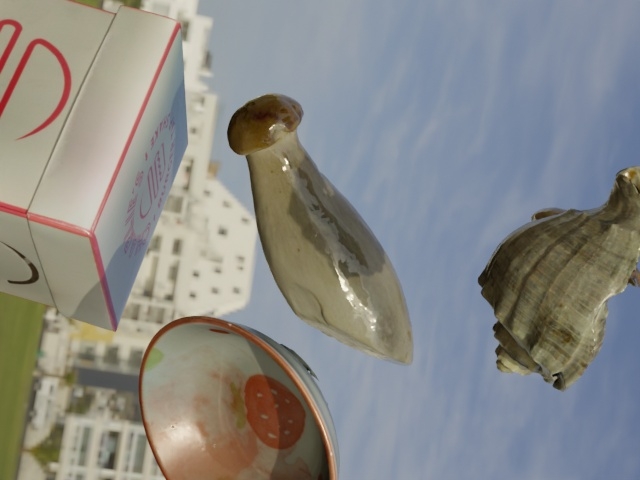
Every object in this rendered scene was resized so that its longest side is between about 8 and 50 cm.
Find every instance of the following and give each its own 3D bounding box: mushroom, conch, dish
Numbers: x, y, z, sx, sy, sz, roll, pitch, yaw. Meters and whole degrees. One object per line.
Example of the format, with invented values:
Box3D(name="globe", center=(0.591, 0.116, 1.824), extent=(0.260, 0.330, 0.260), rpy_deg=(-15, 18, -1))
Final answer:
Box3D(name="mushroom", center=(0.000, 0.000, 1.276), extent=(0.350, 0.128, 0.128), rpy_deg=(64, -6, -10))
Box3D(name="conch", center=(0.200, 0.039, 0.886), extent=(0.207, 0.130, 0.155), rpy_deg=(-53, -147, 29))
Box3D(name="dish", center=(-0.065, 0.184, 1.145), extent=(0.085, 0.260, 0.260), rpy_deg=(-26, 143, -46))

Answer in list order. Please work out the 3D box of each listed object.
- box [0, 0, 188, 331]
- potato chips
Box3D(name="box", center=(-0.356, -0.110, 1.436), extent=(0.314, 0.300, 0.312), rpy_deg=(100, 8, -65))
Box3D(name="potato chips", center=(0.371, 0.005, 1.567), extent=(0.049, 0.201, 0.150), rpy_deg=(-53, -148, -1))
